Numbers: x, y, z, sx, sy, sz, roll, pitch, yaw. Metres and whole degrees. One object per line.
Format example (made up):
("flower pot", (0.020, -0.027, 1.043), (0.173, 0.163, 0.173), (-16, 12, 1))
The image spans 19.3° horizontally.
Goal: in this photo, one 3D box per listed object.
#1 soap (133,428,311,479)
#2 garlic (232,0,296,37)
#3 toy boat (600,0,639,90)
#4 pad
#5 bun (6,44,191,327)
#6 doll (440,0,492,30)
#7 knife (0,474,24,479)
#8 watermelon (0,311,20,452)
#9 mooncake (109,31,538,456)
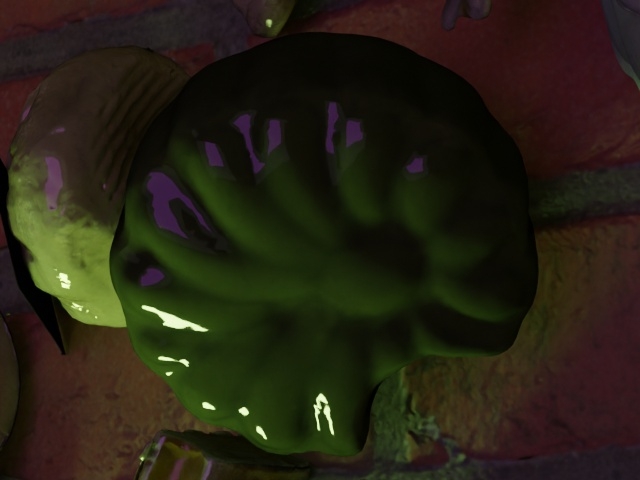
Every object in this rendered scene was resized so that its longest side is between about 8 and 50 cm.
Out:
("soap", (-0.121, 0.307, 1.662), (0.089, 0.173, 0.274), (24, 96, 31))
("garlic", (-0.050, -0.244, 1.756), (0.094, 0.074, 0.113), (-36, 38, 42))
("toy boat", (0.299, -0.229, 1.516), (0.199, 0.100, 0.290), (-27, 71, 26))
("pad", (-0.282, 0.004, 1.787), (0.006, 0.245, 0.170), (-16, 73, -3))
("bun", (-0.200, -0.044, 1.729), (0.160, 0.259, 0.259), (-11, 77, 31))
("doll", (0.151, -0.383, 1.546), (0.348, 0.161, 0.423), (123, 145, -45))
("knife", (-0.365, 0.262, 1.907), (0.265, 0.040, 0.073), (10, 78, 34))
("watermelon", (-0.370, 0.155, 1.899), (0.193, 0.145, 0.137), (35, 146, 36))
("mooncake", (0.000, 0.000, 1.550), (0.351, 0.187, 0.351), (3, 116, 5))
